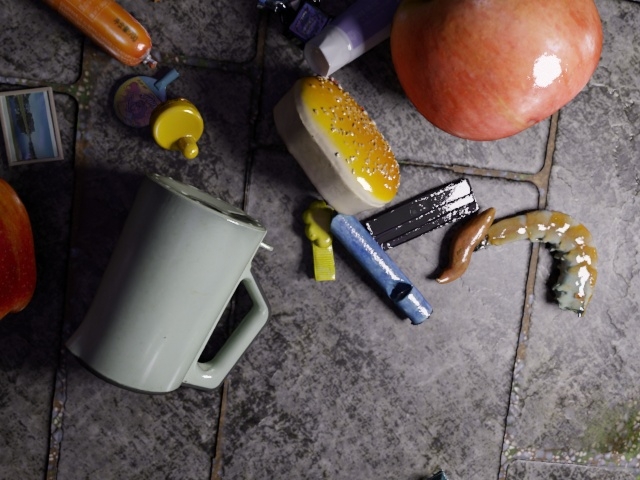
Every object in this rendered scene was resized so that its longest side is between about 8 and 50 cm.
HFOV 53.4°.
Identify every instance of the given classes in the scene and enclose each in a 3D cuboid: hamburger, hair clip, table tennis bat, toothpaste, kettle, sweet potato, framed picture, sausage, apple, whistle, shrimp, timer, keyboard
[{"bbox_3d":[0.037,-0.189,1.253,0.152,0.227,0.295,-30,102,21],"label":"hamburger"},{"bbox_3d":[0.000,0.000,1.352,0.072,0.046,0.172,-3,94,-10],"label":"hair clip"},{"bbox_3d":[-0.352,-0.296,1.301,0.155,0.019,0.100,-39,97,1],"label":"table tennis bat"},{"bbox_3d":[0.122,-0.455,1.274,0.371,0.080,0.125,-42,97,-20],"label":"toothpaste"},{"bbox_3d":[-0.258,0.104,1.263,0.361,0.250,0.376,24,95,-36],"label":"kettle"},{"bbox_3d":[0.314,0.009,1.385,0.055,0.058,0.202,24,98,-50],"label":"sweet potato"},{"bbox_3d":[-0.586,-0.230,1.285,0.109,0.011,0.148,-8,96,-5],"label":"framed picture"},{"bbox_3d":[-0.446,-0.447,1.241,0.312,0.093,0.093,39,90,-8],"label":"sausage"},{"bbox_3d":[-0.675,0.018,1.166,0.289,0.288,0.316,-12,110,-5],"label":"apple"},{"bbox_3d":[0.314,-0.378,1.191,0.364,0.364,0.363,-1,95,-6],"label":"apple"},{"bbox_3d":[0.124,0.055,1.348,0.062,0.062,0.304,-42,104,-1],"label":"whistle"},{"bbox_3d":[0.502,0.025,1.397,0.287,0.068,0.185,32,89,-6],"label":"shrimp"},{"bbox_3d":[-0.284,-0.224,1.269,0.107,0.109,0.107,-17,138,-16],"label":"timer"},{"bbox_3d":[0.221,-0.056,1.385,0.251,0.017,0.087,-24,98,-3],"label":"keyboard"}]

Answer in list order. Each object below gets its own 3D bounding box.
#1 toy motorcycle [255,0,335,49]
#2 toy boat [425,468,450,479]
[{"bbox_3d":[0.009,-0.574,1.268,0.213,0.125,0.358,31,94,-17],"label":"toy motorcycle"},{"bbox_3d":[0.310,0.654,1.404,0.114,0.122,0.296,-37,87,20],"label":"toy boat"}]
